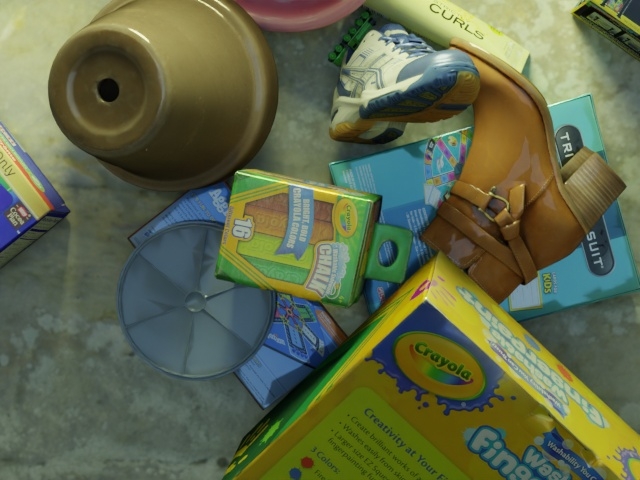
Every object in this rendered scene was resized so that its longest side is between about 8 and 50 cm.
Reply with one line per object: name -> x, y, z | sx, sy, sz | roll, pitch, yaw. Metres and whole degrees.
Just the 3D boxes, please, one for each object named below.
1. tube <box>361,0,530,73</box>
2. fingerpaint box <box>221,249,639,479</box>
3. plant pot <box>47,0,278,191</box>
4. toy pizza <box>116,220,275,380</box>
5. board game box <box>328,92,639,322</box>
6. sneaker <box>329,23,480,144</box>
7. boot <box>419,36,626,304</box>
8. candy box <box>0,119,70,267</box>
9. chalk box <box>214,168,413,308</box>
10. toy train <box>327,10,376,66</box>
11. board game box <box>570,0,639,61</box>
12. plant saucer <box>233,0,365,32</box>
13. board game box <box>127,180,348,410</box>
tube -> 0.150, -0.276, 1.678 | 0.240, 0.062, 0.070 | 29, 75, 2
fingerpaint box -> 0.167, 0.300, 1.593 | 0.445, 0.163, 0.371 | 42, 112, -6
plant pot -> -0.207, -0.180, 1.580 | 0.263, 0.229, 0.263 | 2, 97, 16
toy pizza -> -0.156, 0.076, 1.689 | 0.201, 0.032, 0.201 | 0, 92, 2
board game box -> 0.204, -0.017, 1.684 | 0.336, 0.079, 0.254 | -15, 92, 1
sneaker -> 0.086, -0.200, 1.577 | 0.111, 0.296, 0.131 | 6, 82, -25
boot -> 0.195, -0.081, 1.602 | 0.220, 0.109, 0.283 | -44, 98, 6
candy box -> -0.522, -0.044, 1.670 | 0.317, 0.122, 0.268 | -38, 91, 1
chalk box -> 0.000, 0.000, 1.586 | 0.213, 0.132, 0.132 | 12, 95, 7
toy train -> 0.041, -0.256, 1.707 | 0.023, 0.017, 0.083 | 39, 92, -11
board game box -> 0.398, -0.256, 1.640 | 0.170, 0.141, 0.048 | 35, 95, -1
plant saucer -> -0.058, -0.412, 1.600 | 0.332, 0.084, 0.332 | 13, 131, 15
board game box -> -0.103, 0.063, 1.717 | 0.145, 0.027, 0.281 | -38, 91, 4
